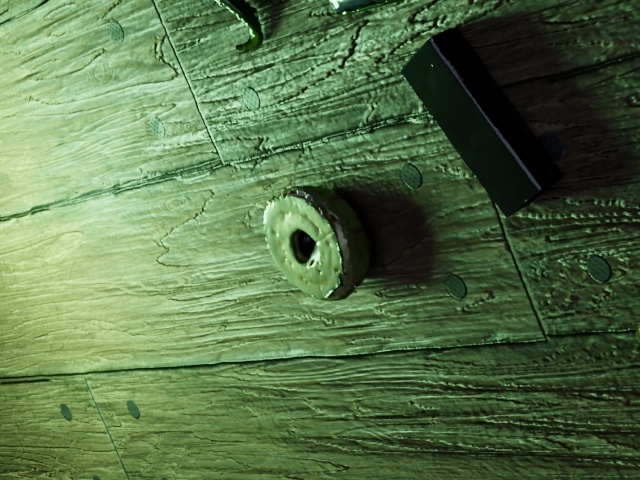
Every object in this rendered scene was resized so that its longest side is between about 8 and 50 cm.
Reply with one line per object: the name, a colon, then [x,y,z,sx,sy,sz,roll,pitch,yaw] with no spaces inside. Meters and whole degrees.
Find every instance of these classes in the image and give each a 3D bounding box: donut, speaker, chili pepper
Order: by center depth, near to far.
speaker: [0.187,-0.138,1.895,0.218,0.044,0.082,54,144,8]
chili pepper: [-0.202,-0.391,2.179,0.359,0.076,0.085,49,118,17]
donut: [0.000,0.000,2.200,0.174,0.068,0.175,26,130,36]

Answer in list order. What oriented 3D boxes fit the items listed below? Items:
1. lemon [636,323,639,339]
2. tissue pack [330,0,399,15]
lemon: [0.431,0.128,1.661,0.244,0.187,0.187,33,136,38]
tissue pack: [0.072,-0.357,1.854,0.235,0.073,0.173,-7,114,52]
